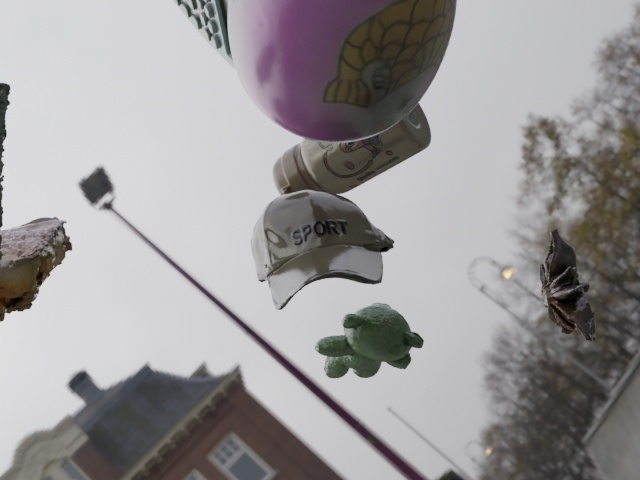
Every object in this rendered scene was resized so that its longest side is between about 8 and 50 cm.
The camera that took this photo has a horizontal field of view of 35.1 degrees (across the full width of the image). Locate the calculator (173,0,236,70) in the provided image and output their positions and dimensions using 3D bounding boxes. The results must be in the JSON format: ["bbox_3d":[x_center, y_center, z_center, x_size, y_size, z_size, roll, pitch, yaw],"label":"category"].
[{"bbox_3d":[-0.118,-0.283,1.216,0.042,0.295,0.184,-37,-24,-15],"label":"calculator"}]

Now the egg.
[{"bbox_3d":[0.015,-0.201,0.837,0.196,0.196,0.271,-43,-30,-20],"label":"egg"}]

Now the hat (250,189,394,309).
[{"bbox_3d":[0.000,0.000,0.983,0.147,0.085,0.175,-15,14,0],"label":"hat"}]

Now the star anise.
[{"bbox_3d":[0.285,0.050,1.180,0.056,0.129,0.124,-15,3,-2],"label":"star anise"}]

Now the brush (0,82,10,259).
[{"bbox_3d":[-0.272,-0.030,0.366,0.314,0.017,0.090,1,-86,-32],"label":"brush"}]

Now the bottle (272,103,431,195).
[{"bbox_3d":[0.033,-0.119,1.307,0.209,0.097,0.110,-28,25,29],"label":"bottle"}]

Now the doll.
[{"bbox_3d":[0.050,0.117,1.158,0.150,0.115,0.077,124,157,-54],"label":"doll"}]

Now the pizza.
[{"bbox_3d":[-0.354,0.061,0.948,0.305,0.161,0.085,-30,-65,-40],"label":"pizza"}]
